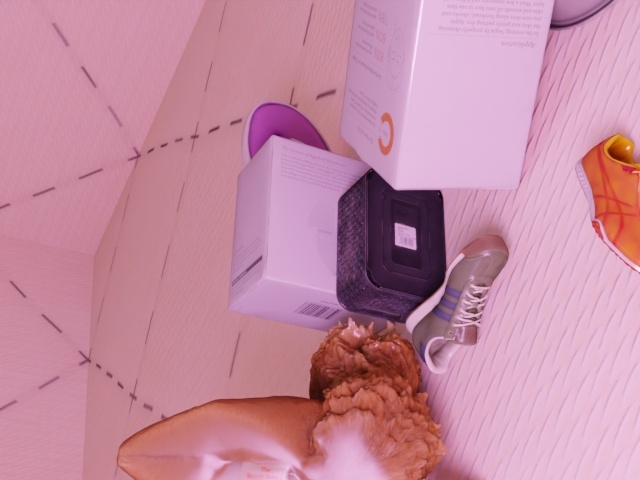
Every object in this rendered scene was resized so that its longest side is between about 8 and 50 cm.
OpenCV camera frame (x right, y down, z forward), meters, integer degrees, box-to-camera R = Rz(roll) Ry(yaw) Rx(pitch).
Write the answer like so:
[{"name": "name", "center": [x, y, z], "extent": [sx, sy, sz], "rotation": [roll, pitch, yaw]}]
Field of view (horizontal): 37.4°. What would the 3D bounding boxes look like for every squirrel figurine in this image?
[{"name": "squirrel figurine", "center": [-0.016, 0.287, 1.201], "extent": [0.397, 0.281, 0.370], "rotation": [-34, -9, 1]}]

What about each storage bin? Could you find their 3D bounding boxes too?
[{"name": "storage bin", "center": [0.094, 0.007, 1.263], "extent": [0.084, 0.122, 0.180], "rotation": [-43, 39, 52]}]

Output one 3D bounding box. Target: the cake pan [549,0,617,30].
[{"name": "cake pan", "center": [0.307, -0.395, 1.108], "extent": [0.293, 0.054, 0.293], "rotation": [-44, 39, 51]}]

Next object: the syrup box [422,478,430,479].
[{"name": "syrup box", "center": [0.161, 0.354, 0.942], "extent": [0.096, 0.093, 0.237], "rotation": [-66, 24, 22]}]

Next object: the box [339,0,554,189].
[{"name": "box", "center": [0.148, -0.256, 1.133], "extent": [0.215, 0.168, 0.345], "rotation": [-125, 38, -61]}]

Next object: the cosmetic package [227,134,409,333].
[{"name": "cosmetic package", "center": [0.000, 0.000, 1.352], "extent": [0.138, 0.224, 0.224], "rotation": [-40, 41, 53]}]

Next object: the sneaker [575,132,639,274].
[{"name": "sneaker", "center": [0.296, -0.037, 0.910], "extent": [0.067, 0.064, 0.175], "rotation": [-44, 40, 34]}]

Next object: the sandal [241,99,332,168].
[{"name": "sandal", "center": [-0.018, -0.066, 1.526], "extent": [0.102, 0.169, 0.416], "rotation": [-49, 47, 51]}]

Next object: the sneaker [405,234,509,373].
[{"name": "sneaker", "center": [0.172, 0.085, 1.127], "extent": [0.192, 0.064, 0.086], "rotation": [-55, 38, 39]}]
